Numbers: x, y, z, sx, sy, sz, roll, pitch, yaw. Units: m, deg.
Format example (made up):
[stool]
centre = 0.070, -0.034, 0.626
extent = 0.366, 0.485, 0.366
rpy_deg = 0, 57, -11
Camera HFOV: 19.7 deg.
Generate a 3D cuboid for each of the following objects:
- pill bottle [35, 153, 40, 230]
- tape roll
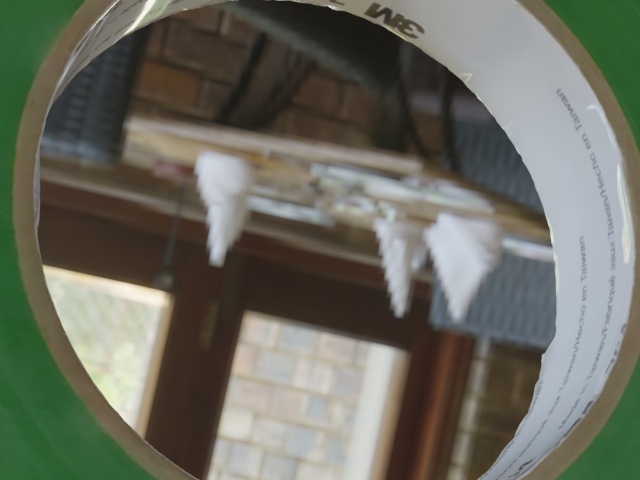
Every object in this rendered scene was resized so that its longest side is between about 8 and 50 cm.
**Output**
[pill bottle]
centre = -0.203, -0.045, 0.833
extent = 0.153, 0.153, 0.265
rpy_deg = 13, 163, -6
[tape roll]
centre = 0.000, 0.000, 0.683
extent = 0.321, 0.321, 0.077
rpy_deg = 13, 161, -14
